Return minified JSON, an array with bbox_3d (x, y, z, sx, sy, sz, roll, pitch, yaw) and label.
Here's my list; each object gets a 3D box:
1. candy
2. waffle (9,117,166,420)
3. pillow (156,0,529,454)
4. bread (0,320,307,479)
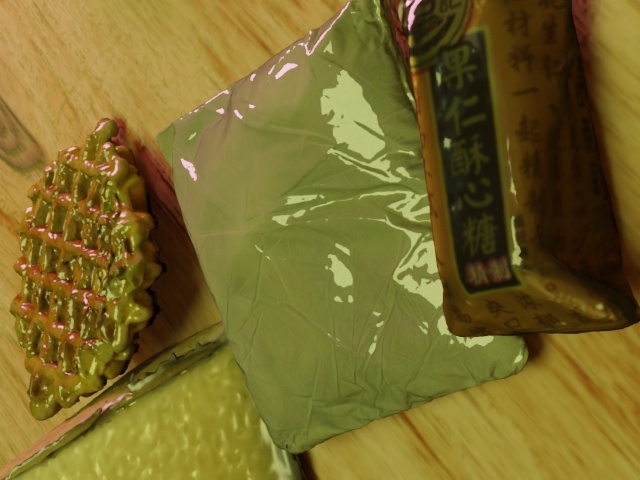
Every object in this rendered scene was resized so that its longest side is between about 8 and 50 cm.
[{"bbox_3d":[0.109,-0.072,0.881,0.143,0.101,0.271,-13,87,44],"label":"candy"},{"bbox_3d":[-0.214,0.022,1.260,0.243,0.059,0.238,-45,49,39],"label":"waffle"},{"bbox_3d":[-0.001,-0.001,1.042,0.274,0.076,0.280,-28,81,47],"label":"pillow"},{"bbox_3d":[-0.185,0.317,1.169,0.242,0.405,0.345,-20,99,60],"label":"bread"}]
